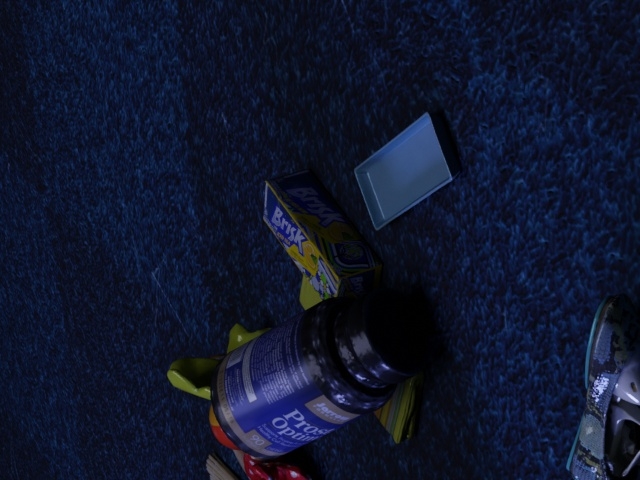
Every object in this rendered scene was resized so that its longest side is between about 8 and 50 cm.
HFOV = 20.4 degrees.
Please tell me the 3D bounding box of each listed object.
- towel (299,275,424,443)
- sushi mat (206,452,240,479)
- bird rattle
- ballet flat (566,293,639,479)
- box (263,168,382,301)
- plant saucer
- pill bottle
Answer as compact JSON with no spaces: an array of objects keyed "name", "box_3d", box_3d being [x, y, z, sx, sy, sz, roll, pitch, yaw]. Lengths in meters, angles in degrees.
[{"name":"towel","box_3d":[0.042,0.101,1.889,0.237,0.021,0.102,54,144,41]},{"name":"sushi mat","box_3d":[-0.077,0.411,2.360,0.316,0.019,0.151,34,136,56]},{"name":"bird rattle","box_3d":[-0.079,0.225,2.172,0.253,0.143,0.207,64,170,-11]},{"name":"ballet flat","box_3d":[0.242,0.126,1.413,0.070,0.070,0.188,50,149,43]},{"name":"box","box_3d":[0.000,0.000,1.868,0.169,0.054,0.059,53,150,39]},{"name":"plant saucer","box_3d":[0.082,-0.064,1.688,0.192,0.018,0.067,-35,73,65]},{"name":"pill bottle","box_3d":[0.001,0.130,1.790,0.219,0.123,0.123,-30,76,39]}]
